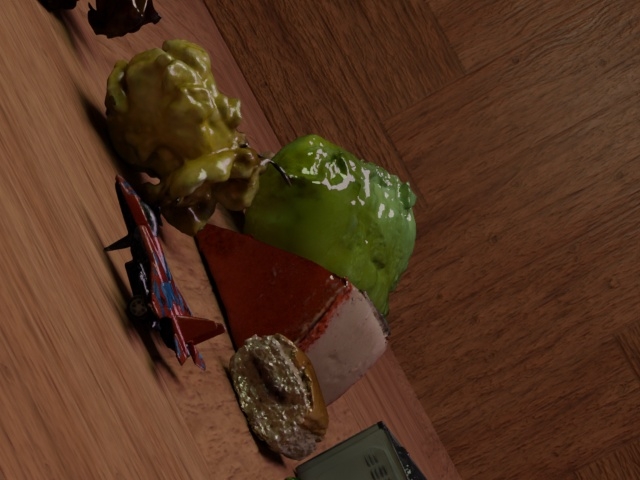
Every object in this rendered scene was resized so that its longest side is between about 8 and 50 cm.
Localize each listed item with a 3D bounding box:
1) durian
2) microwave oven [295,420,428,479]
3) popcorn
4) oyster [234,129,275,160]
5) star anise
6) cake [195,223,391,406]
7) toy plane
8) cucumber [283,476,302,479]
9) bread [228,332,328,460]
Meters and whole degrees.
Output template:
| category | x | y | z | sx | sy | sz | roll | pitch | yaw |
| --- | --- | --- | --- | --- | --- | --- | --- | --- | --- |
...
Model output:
| category | x | y | z | sx | sy | sz | roll | pitch | yaw |
| --- | --- | --- | --- | --- | --- | --- | --- | --- | --- |
| durian | 0.000 | 0.000 | 1.814 | 0.204 | 0.255 | 0.340 | 31 | 1 | 37 |
| microwave oven | 0.082 | 0.325 | 1.513 | 0.208 | 0.122 | 0.162 | 55 | 7 | -50 |
| popcorn | -0.147 | -0.120 | 1.471 | 0.195 | 0.174 | 0.168 | 58 | -39 | 29 |
| oyster | -0.053 | -0.085 | 2.043 | 0.351 | 0.115 | 0.238 | 10 | -37 | 48 |
| star anise | -0.265 | -0.325 | 1.600 | 0.190 | 0.126 | 0.220 | 32 | 37 | -11 |
| cake | -0.073 | 0.103 | 1.623 | 0.262 | 0.159 | 0.158 | 21 | -22 | 37 |
| toy plane | -0.152 | 0.029 | 1.198 | 0.189 | 0.061 | 0.130 | 58 | 5 | 13 |
| cucumber | 0.027 | 0.345 | 1.254 | 0.056 | 0.056 | 0.284 | -81 | 146 | -82 |
| bread | -0.038 | 0.164 | 1.434 | 0.125 | 0.082 | 0.106 | 60 | 11 | 24 |
